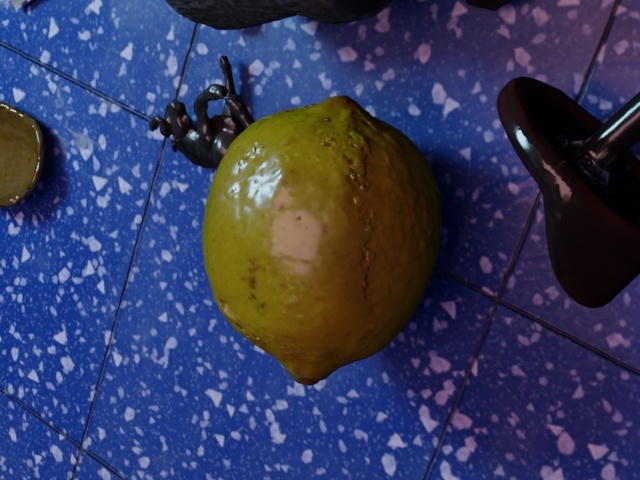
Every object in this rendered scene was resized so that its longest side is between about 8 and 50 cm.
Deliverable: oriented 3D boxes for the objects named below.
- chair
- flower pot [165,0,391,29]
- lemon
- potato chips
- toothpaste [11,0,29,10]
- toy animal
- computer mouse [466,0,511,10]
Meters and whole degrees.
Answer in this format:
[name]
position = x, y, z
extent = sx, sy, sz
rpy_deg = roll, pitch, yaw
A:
[chair]
position = 0.323, -0.141, 0.962
extent = 0.401, 0.226, 0.226
rpy_deg = -47, 73, 29
[flower pot]
position = -0.023, -0.376, 1.121
extent = 0.282, 0.299, 0.299
rpy_deg = 0, 97, 41
[lemon]
position = 0.000, 0.000, 1.163
extent = 0.258, 0.258, 0.310
rpy_deg = 5, 93, 31
[potato chips]
position = -0.467, -0.127, 1.560
extent = 0.201, 0.049, 0.150
rpy_deg = 11, 99, 32
[toothpaste]
position = -0.457, -0.482, 1.502
extent = 0.056, 0.058, 0.314
rpy_deg = -21, 89, -11
[toy animal]
position = -0.100, -0.127, 1.324
extent = 0.232, 0.084, 0.148
rpy_deg = 31, 129, 18
[computer mouse]
position = 0.204, -0.322, 1.102
extent = 0.192, 0.062, 0.106
rpy_deg = -44, 73, 28
